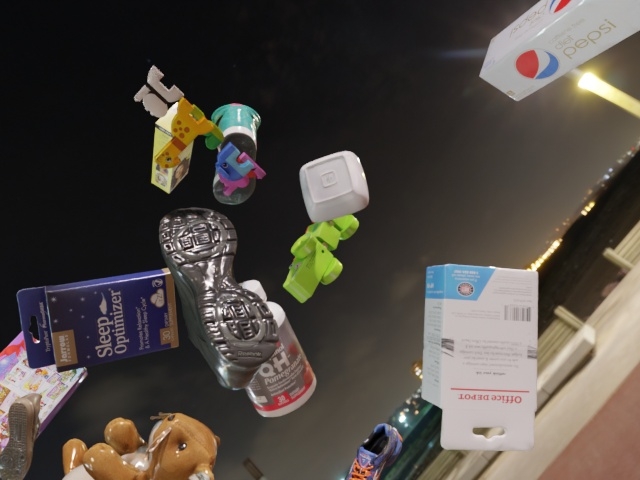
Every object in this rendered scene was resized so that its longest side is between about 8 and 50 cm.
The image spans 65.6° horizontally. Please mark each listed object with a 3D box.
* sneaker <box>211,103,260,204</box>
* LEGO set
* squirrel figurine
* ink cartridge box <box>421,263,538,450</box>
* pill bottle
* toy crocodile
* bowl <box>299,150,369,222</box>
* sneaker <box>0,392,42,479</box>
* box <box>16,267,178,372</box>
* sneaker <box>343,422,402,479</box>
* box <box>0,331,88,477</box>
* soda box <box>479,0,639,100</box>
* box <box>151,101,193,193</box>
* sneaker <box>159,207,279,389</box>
[{"bbox_3d":[-0.222,-0.237,1.272,0.123,0.178,0.295,5,-32,-14],"label":"sneaker"},{"bbox_3d":[-0.187,-0.134,0.730,0.093,0.087,0.227,-44,-63,4],"label":"LEGO set"},{"bbox_3d":[-0.391,0.598,1.157,0.370,0.397,0.281,-25,3,-7],"label":"squirrel figurine"},{"bbox_3d":[0.165,0.119,0.523,0.060,0.104,0.180,149,126,-79],"label":"ink cartridge box"},{"bbox_3d":[-0.148,0.268,1.258,0.176,0.319,0.176,-22,17,7],"label":"pill bottle"},{"bbox_3d":[0.000,0.000,1.195,0.105,0.115,0.341,-22,35,47],"label":"toy crocodile"},{"bbox_3d":[0.024,-0.121,1.053,0.142,0.142,0.053,-17,-22,10],"label":"bowl"},{"bbox_3d":[-0.624,0.418,1.056,0.071,0.066,0.188,-37,-39,-82],"label":"sneaker"},{"bbox_3d":[-0.347,0.128,0.794,0.225,0.036,0.137,-8,-73,-27],"label":"box"},{"bbox_3d":[0.096,0.486,1.068,0.221,0.083,0.087,-53,-43,-33],"label":"sneaker"},{"bbox_3d":[-0.763,0.398,1.234,0.293,0.201,0.057,-59,-1,-38],"label":"box"},{"bbox_3d":[0.298,-0.257,0.605,0.216,0.074,0.069,-25,41,66],"label":"soda box"},{"bbox_3d":[-0.348,-0.212,1.175,0.087,0.058,0.232,-60,2,-33],"label":"box"},{"bbox_3d":[-0.155,0.073,0.673,0.109,0.286,0.130,-6,-40,-28],"label":"sneaker"}]
